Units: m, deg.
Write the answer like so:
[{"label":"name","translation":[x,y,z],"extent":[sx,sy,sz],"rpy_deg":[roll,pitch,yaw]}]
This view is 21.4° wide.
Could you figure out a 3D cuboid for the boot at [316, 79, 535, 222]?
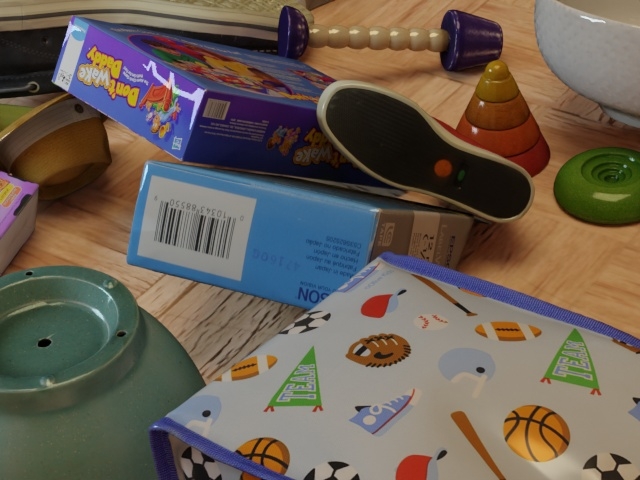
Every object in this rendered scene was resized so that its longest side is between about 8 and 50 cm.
[{"label":"boot","translation":[0.101,-0.099,1.812],"extent":[0.244,0.088,0.176],"rpy_deg":[27,6,-9]}]

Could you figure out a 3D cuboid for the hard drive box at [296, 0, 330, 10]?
[{"label":"hard drive box","translation":[-0.060,-0.442,2.304],"extent":[0.089,0.181,0.232],"rpy_deg":[-27,42,-27]}]

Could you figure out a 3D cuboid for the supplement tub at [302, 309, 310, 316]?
[{"label":"supplement tub","translation":[0.036,0.102,1.643],"extent":[0.107,0.071,0.071],"rpy_deg":[10,39,21]}]

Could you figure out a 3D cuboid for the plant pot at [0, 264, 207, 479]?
[{"label":"plant pot","translation":[-0.235,0.147,1.510],"extent":[0.293,0.196,0.293],"rpy_deg":[-4,36,3]}]

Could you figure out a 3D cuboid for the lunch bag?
[{"label":"lunch bag","translation":[0.117,0.208,1.356],"extent":[0.385,0.239,0.328],"rpy_deg":[15,38,36]}]

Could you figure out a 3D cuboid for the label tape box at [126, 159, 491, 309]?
[{"label":"label tape box","translation":[0.000,0.000,1.720],"extent":[0.249,0.115,0.348],"rpy_deg":[12,2,23]}]

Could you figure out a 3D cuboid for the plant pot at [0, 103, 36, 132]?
[{"label":"plant pot","translation":[-0.366,-0.130,2.011],"extent":[0.079,0.083,0.083],"rpy_deg":[-4,35,-19]}]

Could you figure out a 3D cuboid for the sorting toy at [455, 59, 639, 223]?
[{"label":"sorting toy","translation":[0.297,-0.109,1.853],"extent":[0.365,0.126,0.127],"rpy_deg":[21,44,32]}]

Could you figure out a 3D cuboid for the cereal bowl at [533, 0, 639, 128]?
[{"label":"cereal bowl","translation":[0.406,-0.208,1.918],"extent":[0.339,0.141,0.339],"rpy_deg":[4,21,-1]}]

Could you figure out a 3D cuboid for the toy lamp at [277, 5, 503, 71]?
[{"label":"toy lamp","translation":[0.088,-0.249,2.081],"extent":[0.275,0.080,0.080],"rpy_deg":[2,35,-13]}]

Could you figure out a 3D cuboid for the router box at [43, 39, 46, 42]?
[{"label":"router box","translation":[-0.429,-0.269,2.224],"extent":[0.133,0.046,0.179],"rpy_deg":[-2,36,4]}]

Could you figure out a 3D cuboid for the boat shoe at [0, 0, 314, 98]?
[{"label":"boat shoe","translation":[-0.250,-0.252,2.099],"extent":[0.500,0.156,0.187],"rpy_deg":[-5,31,-23]}]

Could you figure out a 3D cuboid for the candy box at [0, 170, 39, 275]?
[{"label":"candy box","translation":[-0.428,-0.022,1.828],"extent":[0.196,0.070,0.165],"rpy_deg":[20,41,6]}]

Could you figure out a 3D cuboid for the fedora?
[{"label":"fedora","translation":[-0.295,-0.100,1.925],"extent":[0.194,0.194,0.079],"rpy_deg":[-29,82,-29]}]

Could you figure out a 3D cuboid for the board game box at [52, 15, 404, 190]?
[{"label":"board game box","translation":[-0.081,-0.147,1.846],"extent":[0.347,0.078,0.233],"rpy_deg":[5,20,-47]}]
